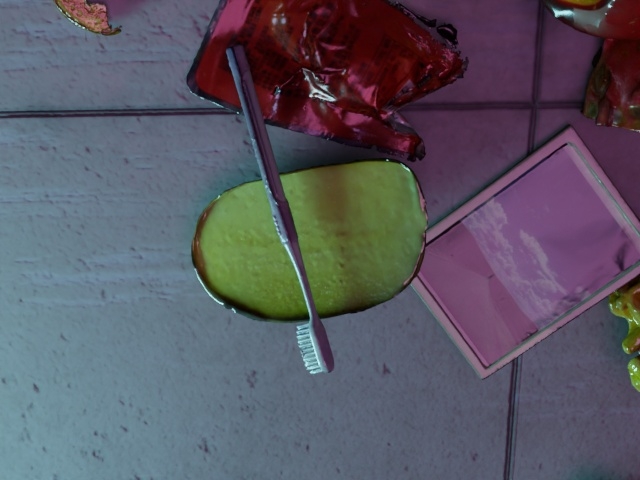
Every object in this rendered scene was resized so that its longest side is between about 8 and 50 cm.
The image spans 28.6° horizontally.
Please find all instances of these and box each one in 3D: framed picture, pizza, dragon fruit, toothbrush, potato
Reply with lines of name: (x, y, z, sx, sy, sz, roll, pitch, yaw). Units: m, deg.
framed picture: (0.236, 0.017, 1.440, 0.260, 0.023, 0.189, -36, 95, 8)
pizza: (-0.245, -0.239, 1.309, 0.083, 0.016, 0.037, 31, 105, -13)
dragon fruit: (0.432, -0.180, 1.319, 0.262, 0.211, 0.134, -9, 118, -10)
toothbrush: (-0.046, -0.031, 1.308, 0.029, 0.024, 0.354, -16, 89, 31)
potato: (0.000, 0.000, 1.363, 0.271, 0.111, 0.160, -12, 92, 18)

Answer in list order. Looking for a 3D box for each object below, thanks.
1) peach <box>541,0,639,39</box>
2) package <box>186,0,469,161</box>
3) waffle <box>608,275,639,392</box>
peach: (0.289, -0.314, 1.254, 0.226, 0.190, 0.196, 38, 115, -24)
package: (0.013, -0.192, 1.331, 0.269, 0.071, 0.194, 25, 91, -11)
waffle: (0.486, 0.070, 1.439, 0.300, 0.058, 0.282, -13, 83, 9)
